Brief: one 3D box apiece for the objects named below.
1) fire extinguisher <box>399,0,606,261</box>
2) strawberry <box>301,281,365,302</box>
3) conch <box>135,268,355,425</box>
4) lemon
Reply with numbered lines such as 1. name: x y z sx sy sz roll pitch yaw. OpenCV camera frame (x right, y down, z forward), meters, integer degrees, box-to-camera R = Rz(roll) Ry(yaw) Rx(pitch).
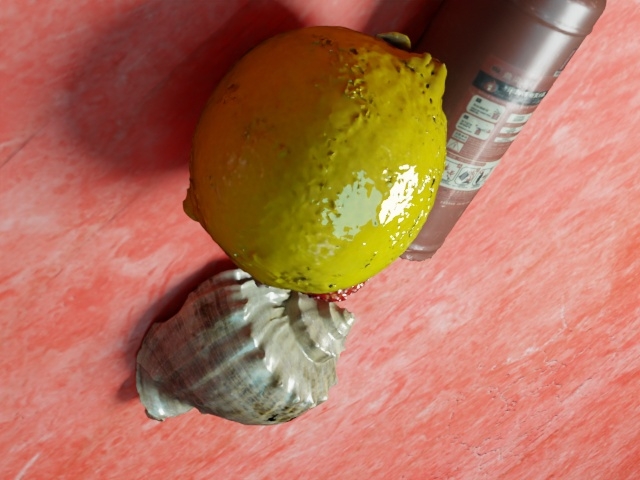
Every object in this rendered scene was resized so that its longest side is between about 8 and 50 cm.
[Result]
1. fire extinguisher: 0.143 -0.127 0.874 0.337 0.147 0.106 -57 166 30
2. strawberry: 0.000 0.000 0.968 0.083 0.083 0.096 -42 116 10
3. conch: -0.070 0.091 1.018 0.207 0.130 0.155 -19 112 14
4. lemon: 0.001 -0.058 0.814 0.206 0.173 0.173 -45 144 13
